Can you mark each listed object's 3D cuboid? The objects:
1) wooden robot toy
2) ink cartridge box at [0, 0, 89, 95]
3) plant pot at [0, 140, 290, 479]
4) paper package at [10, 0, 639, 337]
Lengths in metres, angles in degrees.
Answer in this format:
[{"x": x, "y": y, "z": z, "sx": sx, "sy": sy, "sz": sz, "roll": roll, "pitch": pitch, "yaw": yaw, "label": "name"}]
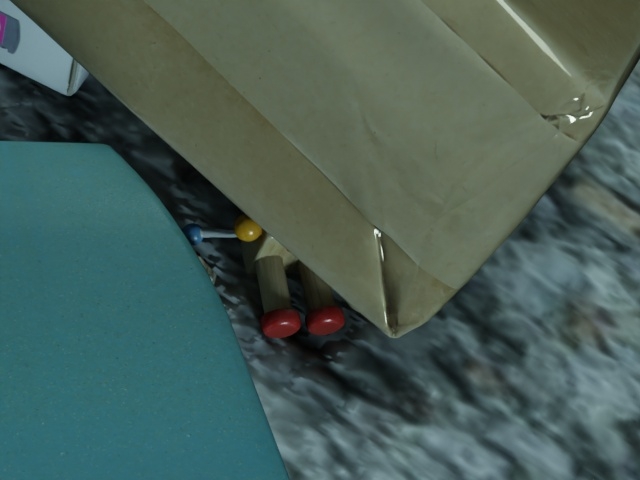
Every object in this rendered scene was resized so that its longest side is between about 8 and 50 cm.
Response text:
[{"x": 0.000, "y": 0.000, "z": 0.744, "sx": 0.173, "sy": 0.079, "sz": 0.076, "roll": -4, "pitch": 55, "yaw": -23, "label": "wooden robot toy"}, {"x": -0.268, "y": -0.234, "z": 0.839, "sx": 0.371, "sy": 0.069, "sz": 0.175, "roll": 25, "pitch": 49, "yaw": 2, "label": "ink cartridge box"}, {"x": -0.128, "y": 0.073, "z": 0.589, "sx": 0.166, "sy": 0.165, "sz": 0.234, "roll": 0, "pitch": 47, "yaw": -21, "label": "plant pot"}, {"x": 0.020, "y": -0.158, "z": 0.730, "sx": 0.309, "sy": 0.168, "sz": 0.325, "roll": 43, "pitch": 31, "yaw": -2, "label": "paper package"}]
